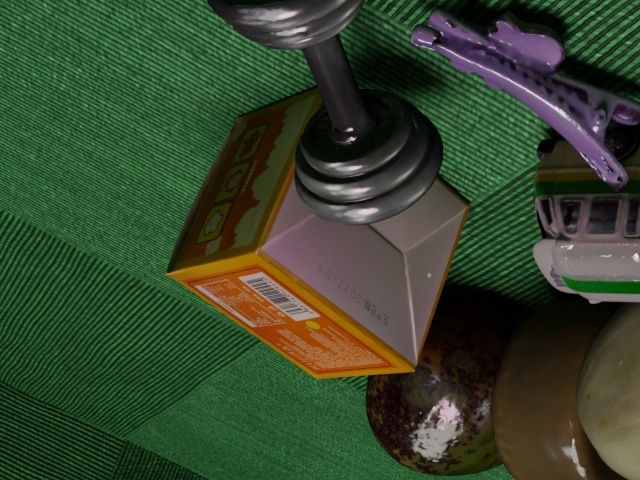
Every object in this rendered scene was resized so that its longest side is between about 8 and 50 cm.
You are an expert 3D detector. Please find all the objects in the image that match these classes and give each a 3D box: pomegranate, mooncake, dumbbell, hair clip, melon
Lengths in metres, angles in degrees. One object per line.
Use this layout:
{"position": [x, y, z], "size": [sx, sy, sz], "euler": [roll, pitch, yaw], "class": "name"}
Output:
{"position": [0.167, 0.194, 1.855], "size": [0.340, 0.285, 0.285], "euler": [34, 166, 41], "class": "pomegranate"}
{"position": [0.358, 0.218, 1.693], "size": [0.155, 0.284, 0.284], "euler": [3, 148, 40], "class": "mooncake"}
{"position": [0.012, -0.179, 1.294], "size": [0.179, 0.179, 0.406], "euler": [5, 142, 28], "class": "dumbbell"}
{"position": [0.228, -0.168, 1.308], "size": [0.278, 0.090, 0.137], "euler": [37, 164, -9], "class": "hair clip"}
{"position": [0.449, 0.158, 1.441], "size": [0.272, 0.272, 0.308], "euler": [29, 136, -15], "class": "melon"}

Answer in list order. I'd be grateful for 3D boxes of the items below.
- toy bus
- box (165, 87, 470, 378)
{"position": [0.382, -0.021, 1.349], "size": [0.305, 0.179, 0.143], "euler": [1, 146, 35], "class": "toy bus"}
{"position": [0.000, 0.000, 1.575], "size": [0.283, 0.259, 0.214], "euler": [39, 147, -29], "class": "box"}
